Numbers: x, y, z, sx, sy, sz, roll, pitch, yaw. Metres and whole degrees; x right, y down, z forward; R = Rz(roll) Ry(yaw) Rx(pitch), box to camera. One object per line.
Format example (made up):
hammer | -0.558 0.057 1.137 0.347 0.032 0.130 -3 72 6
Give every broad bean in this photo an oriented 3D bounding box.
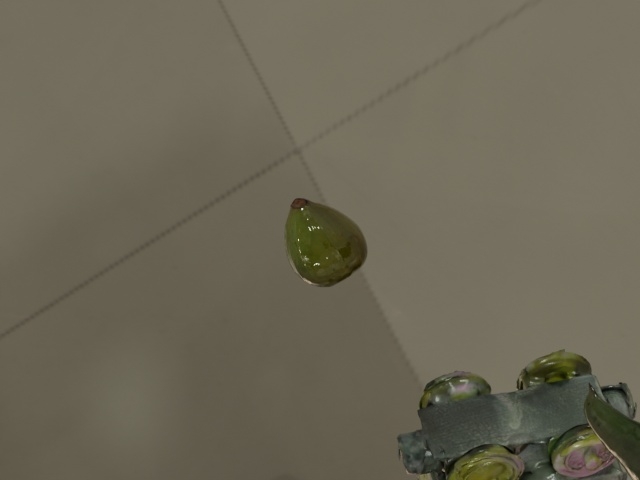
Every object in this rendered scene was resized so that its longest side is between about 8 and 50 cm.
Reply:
broad bean | 0.284 0.204 1.019 0.297 0.043 0.060 52 140 39

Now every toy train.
toy train | 0.207 0.223 1.515 0.261 0.177 0.134 -9 45 -9

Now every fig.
fig | 0.000 0.000 1.310 0.074 0.074 0.088 -30 106 15
